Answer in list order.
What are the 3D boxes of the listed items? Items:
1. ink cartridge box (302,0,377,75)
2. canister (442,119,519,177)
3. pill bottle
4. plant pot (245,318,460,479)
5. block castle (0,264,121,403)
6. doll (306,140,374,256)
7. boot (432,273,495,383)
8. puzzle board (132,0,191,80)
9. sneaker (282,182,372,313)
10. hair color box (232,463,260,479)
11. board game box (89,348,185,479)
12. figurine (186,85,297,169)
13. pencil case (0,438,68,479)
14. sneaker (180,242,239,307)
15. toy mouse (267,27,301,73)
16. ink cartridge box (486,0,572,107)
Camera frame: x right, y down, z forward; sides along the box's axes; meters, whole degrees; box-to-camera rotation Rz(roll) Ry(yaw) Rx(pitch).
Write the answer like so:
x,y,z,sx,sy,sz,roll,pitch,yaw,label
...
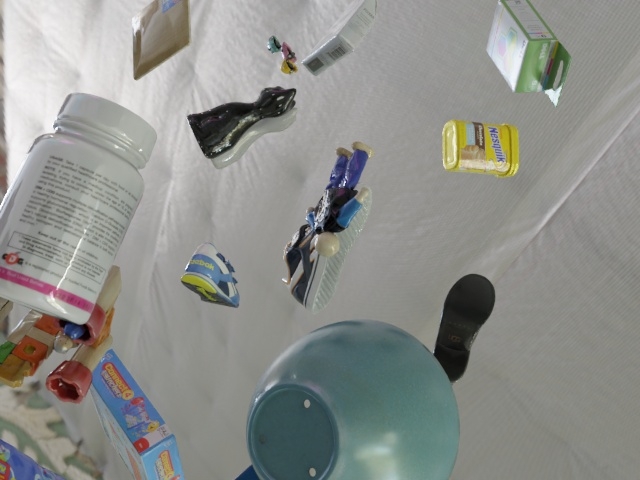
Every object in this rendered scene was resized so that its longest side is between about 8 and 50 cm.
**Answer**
x,y,z,sx,sy,sz,roll,pitch,yaw,label
0.074,-0.493,1.591,0.066,0.232,0.189,45,-22,-15,ink cartridge box
0.372,-0.214,1.631,0.073,0.170,0.126,170,-80,-65,canister
-0.336,-0.044,0.943,0.160,0.283,0.160,18,-14,5,pill bottle
0.013,0.248,0.927,0.290,0.195,0.290,-4,-99,30,plant pot
-0.632,0.125,1.357,0.453,0.213,0.303,25,-48,-1,block castle
0.030,-0.061,1.057,0.046,0.189,0.129,35,-30,-32,doll
0.259,0.213,1.423,0.091,0.263,0.229,24,-24,9,boot
-0.210,-0.278,0.925,0.128,0.011,0.096,-17,-108,41,puzzle board
0.000,0.000,1.539,0.127,0.126,0.321,35,-65,27,sneaker
-0.110,0.564,1.419,0.174,0.105,0.347,46,-27,15,hair color box
-0.450,0.470,1.705,0.302,0.086,0.308,42,-33,32,board game box
-0.140,-0.232,1.399,0.215,0.209,0.092,100,-35,-87,figurine
-0.404,0.372,0.981,0.306,0.119,0.133,52,8,-42,pencil case
-0.135,0.050,0.917,0.053,0.059,0.144,8,-20,10,sneaker
-0.107,-0.512,1.904,0.031,0.161,0.143,-29,-97,24,toy mouse
0.375,-0.342,1.275,0.109,0.062,0.209,93,-12,-46,ink cartridge box
